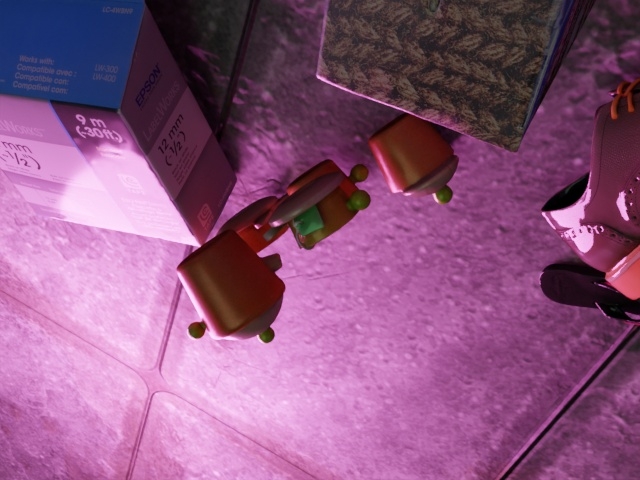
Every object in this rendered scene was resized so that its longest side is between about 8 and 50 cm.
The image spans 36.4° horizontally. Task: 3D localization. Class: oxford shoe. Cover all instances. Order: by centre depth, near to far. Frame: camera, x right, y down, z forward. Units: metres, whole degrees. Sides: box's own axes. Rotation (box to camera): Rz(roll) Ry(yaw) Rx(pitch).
[{"bbox_3d":[0.296,-0.093,0.788,0.132,0.130,0.364,35,138,9],"label":"oxford shoe"}]

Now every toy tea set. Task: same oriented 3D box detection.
[{"bbox_3d":[0.000,0.000,1.007,0.336,0.200,0.124,-27,101,39],"label":"toy tea set"}]

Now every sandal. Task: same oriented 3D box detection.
[{"bbox_3d":[0.306,0.059,0.977,0.179,0.040,0.067,3,129,30],"label":"sandal"}]

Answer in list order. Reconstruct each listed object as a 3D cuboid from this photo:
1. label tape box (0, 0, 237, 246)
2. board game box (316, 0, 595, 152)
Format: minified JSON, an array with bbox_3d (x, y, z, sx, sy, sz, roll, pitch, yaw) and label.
[{"bbox_3d":[-0.267,-0.149,1.037,0.249,0.115,0.348,11,151,25],"label":"label tape box"},{"bbox_3d":[0.131,-0.245,0.629,0.141,0.291,0.232,23,136,13],"label":"board game box"}]
